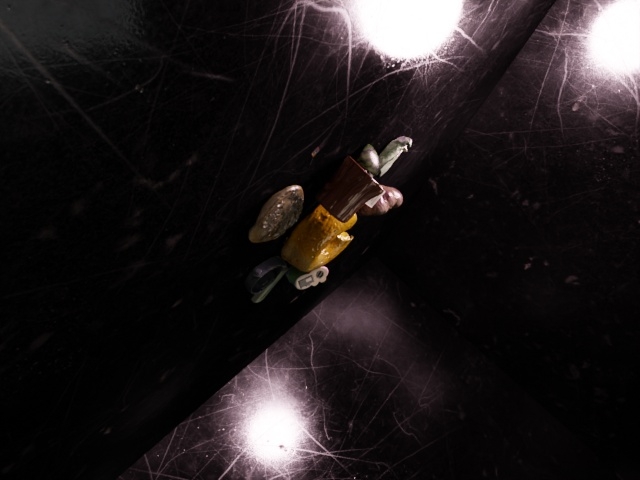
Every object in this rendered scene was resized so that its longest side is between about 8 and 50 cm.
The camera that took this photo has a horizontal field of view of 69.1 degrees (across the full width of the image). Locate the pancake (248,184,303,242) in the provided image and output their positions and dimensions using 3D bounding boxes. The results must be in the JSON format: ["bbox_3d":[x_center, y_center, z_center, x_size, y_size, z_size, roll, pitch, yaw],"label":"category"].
[{"bbox_3d":[-0.151,-0.090,1.679,0.282,0.049,0.282,-44,165,-14],"label":"pancake"}]

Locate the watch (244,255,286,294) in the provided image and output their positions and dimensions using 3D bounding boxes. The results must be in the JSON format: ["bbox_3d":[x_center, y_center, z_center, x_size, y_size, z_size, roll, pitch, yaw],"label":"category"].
[{"bbox_3d":[-0.243,0.150,2.055,0.206,0.068,0.193,-38,165,-29],"label":"watch"}]

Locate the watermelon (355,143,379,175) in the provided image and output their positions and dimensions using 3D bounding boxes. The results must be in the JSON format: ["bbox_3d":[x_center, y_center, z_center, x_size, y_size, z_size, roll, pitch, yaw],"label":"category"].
[{"bbox_3d":[0.194,-0.344,1.967,0.094,0.125,0.135,-22,-131,52],"label":"watermelon"}]

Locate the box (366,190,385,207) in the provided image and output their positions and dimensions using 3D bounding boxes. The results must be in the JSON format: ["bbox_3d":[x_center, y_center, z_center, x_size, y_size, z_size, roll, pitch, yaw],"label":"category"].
[{"bbox_3d":[0.222,-0.241,2.251,0.109,0.029,0.198,-50,136,11],"label":"box"}]

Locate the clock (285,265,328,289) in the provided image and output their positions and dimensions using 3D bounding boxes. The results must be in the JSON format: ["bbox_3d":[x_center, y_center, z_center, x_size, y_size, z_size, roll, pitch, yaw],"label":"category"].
[{"bbox_3d":[-0.080,0.152,2.366,0.194,0.195,0.100,-22,120,-12],"label":"clock"}]

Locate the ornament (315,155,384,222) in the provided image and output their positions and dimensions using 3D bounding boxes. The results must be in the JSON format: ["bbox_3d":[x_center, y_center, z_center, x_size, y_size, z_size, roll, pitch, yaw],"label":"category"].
[{"bbox_3d":[0.107,-0.200,1.877,0.217,0.235,0.221,-47,142,9],"label":"ornament"}]

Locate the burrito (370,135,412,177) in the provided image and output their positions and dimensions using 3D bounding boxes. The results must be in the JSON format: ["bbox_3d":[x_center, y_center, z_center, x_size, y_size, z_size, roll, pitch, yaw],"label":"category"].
[{"bbox_3d":[0.331,-0.403,2.216,0.229,0.089,0.144,-46,-179,-2],"label":"burrito"}]

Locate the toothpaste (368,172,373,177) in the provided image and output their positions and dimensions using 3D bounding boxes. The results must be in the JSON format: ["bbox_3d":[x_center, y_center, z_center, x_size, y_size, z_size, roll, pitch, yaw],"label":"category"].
[{"bbox_3d":[0.214,-0.289,2.291,0.205,0.036,0.056,-47,160,-17],"label":"toothpaste"}]

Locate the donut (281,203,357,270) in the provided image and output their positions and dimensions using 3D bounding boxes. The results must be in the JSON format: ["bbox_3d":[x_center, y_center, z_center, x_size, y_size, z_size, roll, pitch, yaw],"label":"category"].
[{"bbox_3d":[0.000,0.000,2.169,0.378,0.163,0.435,-43,167,-14],"label":"donut"}]

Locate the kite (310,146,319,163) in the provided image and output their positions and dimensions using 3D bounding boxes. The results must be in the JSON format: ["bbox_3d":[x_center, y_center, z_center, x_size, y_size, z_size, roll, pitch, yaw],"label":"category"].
[{"bbox_3d":[-0.018,-0.295,1.600,0.044,0.002,0.078,-42,165,-22],"label":"kite"}]

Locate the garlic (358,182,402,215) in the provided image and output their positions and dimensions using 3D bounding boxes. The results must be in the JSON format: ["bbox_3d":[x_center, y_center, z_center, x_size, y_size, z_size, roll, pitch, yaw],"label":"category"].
[{"bbox_3d":[0.303,-0.223,2.437,0.245,0.160,0.245,-12,-167,3],"label":"garlic"}]

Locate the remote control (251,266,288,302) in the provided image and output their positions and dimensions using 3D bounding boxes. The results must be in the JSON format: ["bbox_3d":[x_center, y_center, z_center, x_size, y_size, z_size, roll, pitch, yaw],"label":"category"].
[{"bbox_3d":[-0.248,0.212,2.277,0.233,0.038,0.098,-51,166,19],"label":"remote control"}]
